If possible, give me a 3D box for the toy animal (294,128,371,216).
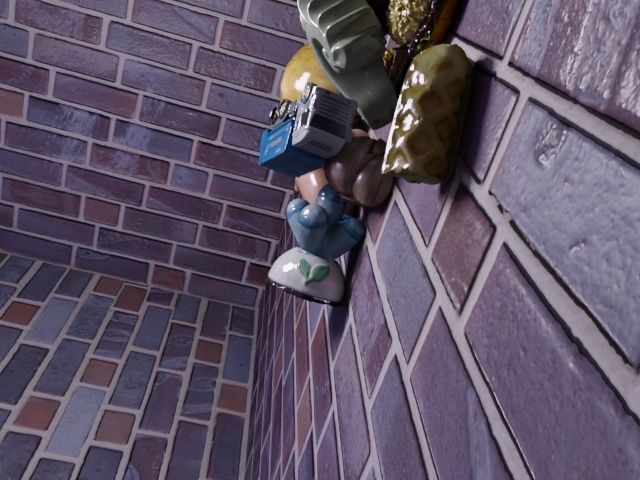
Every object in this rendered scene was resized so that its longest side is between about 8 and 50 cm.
[{"bbox_3d":[0.015,-0.216,1.941,0.269,0.237,0.326,-41,69,40],"label":"toy animal"}]

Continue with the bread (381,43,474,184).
[{"bbox_3d":[0.204,-0.234,1.171,0.152,0.129,0.268,147,137,-84],"label":"bread"}]

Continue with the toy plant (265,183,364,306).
[{"bbox_3d":[0.000,0.000,1.793,0.247,0.247,0.332,-143,71,-80],"label":"toy plant"}]

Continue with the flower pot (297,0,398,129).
[{"bbox_3d":[0.080,-0.474,1.624,0.254,0.164,0.367,59,180,35],"label":"flower pot"}]

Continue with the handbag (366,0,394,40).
[{"bbox_3d":[0.184,-0.635,1.575,0.203,0.074,0.216,-59,-35,-17],"label":"handbag"}]

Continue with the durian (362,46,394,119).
[{"bbox_3d":[0.155,-0.478,1.879,0.182,0.165,0.132,71,174,-47],"label":"durian"}]

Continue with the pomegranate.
[{"bbox_3d":[0.032,-0.481,2.086,0.342,0.342,0.343,-166,90,-81],"label":"pomegranate"}]

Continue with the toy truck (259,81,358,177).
[{"bbox_3d":[-0.044,-0.282,1.670,0.367,0.146,0.175,-13,63,65],"label":"toy truck"}]

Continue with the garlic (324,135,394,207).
[{"bbox_3d":[0.096,-0.182,1.644,0.214,0.160,0.191,-122,46,-77],"label":"garlic"}]

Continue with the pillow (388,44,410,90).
[{"bbox_3d":[0.213,-0.470,1.758,0.126,0.043,0.233,-78,5,-47],"label":"pillow"}]

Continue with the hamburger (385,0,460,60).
[{"bbox_3d":[0.229,-0.537,1.438,0.262,0.138,0.243,-86,14,-51],"label":"hamburger"}]
